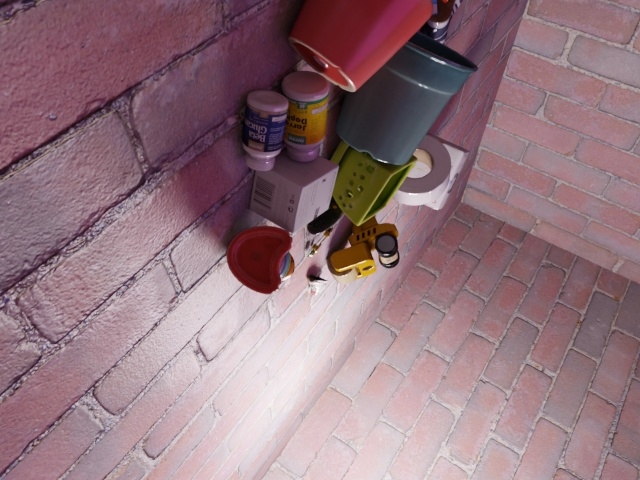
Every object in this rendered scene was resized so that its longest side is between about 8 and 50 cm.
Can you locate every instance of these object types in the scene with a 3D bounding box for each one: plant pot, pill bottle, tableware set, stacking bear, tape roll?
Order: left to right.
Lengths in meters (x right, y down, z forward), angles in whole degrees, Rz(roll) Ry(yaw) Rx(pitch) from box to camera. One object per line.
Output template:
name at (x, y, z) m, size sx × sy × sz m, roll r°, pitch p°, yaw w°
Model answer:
pill bottle at (-0.131, -0.251, 1.191) m, size 0.094 × 0.094 × 0.169 m, roll -38°, pitch 149°, yaw -47°
stacking bear at (-0.149, 0.059, 1.468) m, size 0.289 × 0.164 × 0.175 m, roll 46°, pitch 60°, yaw -80°
pill bottle at (-0.042, -0.306, 1.297) m, size 0.117 × 0.118 × 0.208 m, roll -46°, pitch 155°, yaw -35°
tableware set at (0.000, 0.000, 1.855) m, size 0.104 × 0.024 × 0.154 m, roll -58°, pitch -175°, yaw -36°
plant pot at (0.072, -0.493, 1.161) m, size 0.243 × 0.275 × 0.275 m, roll -53°, pitch 160°, yaw 5°
plant pot at (0.145, -0.219, 1.682) m, size 0.228 × 0.207 × 0.227 m, roll -32°, pitch 158°, yaw -52°
plant pot at (0.219, -0.426, 1.508) m, size 0.341 × 0.341 × 0.334 m, roll -28°, pitch 150°, yaw -56°
tape roll at (0.385, -0.287, 2.092) m, size 0.286 × 0.286 × 0.100 m, roll -55°, pitch 159°, yaw -16°

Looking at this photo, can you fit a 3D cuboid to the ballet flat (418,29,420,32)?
ballet flat at (0.262, -0.637, 1.668) m, size 0.221 × 0.077 × 0.079 m, roll -55°, pitch 141°, yaw -30°

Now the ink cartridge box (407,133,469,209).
ink cartridge box at (0.549, -0.337, 2.501) m, size 0.131 × 0.226 × 0.306 m, roll -23°, pitch 138°, yaw -57°

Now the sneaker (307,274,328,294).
sneaker at (-0.017, 0.186, 2.080) m, size 0.075 × 0.057 × 0.161 m, roll -67°, pitch 162°, yaw 0°

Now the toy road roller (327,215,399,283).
toy road roller at (0.173, 0.019, 2.190) m, size 0.330 × 0.240 × 0.202 m, roll -22°, pitch 157°, yaw 3°

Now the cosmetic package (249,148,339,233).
cosmetic package at (-0.070, -0.143, 1.390) m, size 0.184 × 0.152 × 0.151 m, roll -38°, pitch 150°, yaw -47°

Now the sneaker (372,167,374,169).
sneaker at (0.208, -0.264, 1.891) m, size 0.101 × 0.153 × 0.268 m, roll -61°, pitch 160°, yaw -1°

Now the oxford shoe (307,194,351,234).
oxford shoe at (0.033, -0.083, 1.821) m, size 0.227 × 0.083 × 0.096 m, roll -44°, pitch 162°, yaw -32°

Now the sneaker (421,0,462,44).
sneaker at (0.436, -0.801, 1.817) m, size 0.282 × 0.099 × 0.153 m, roll -58°, pitch 168°, yaw -24°

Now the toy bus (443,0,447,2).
toy bus at (0.437, -0.866, 1.605) m, size 0.191 × 0.105 × 0.202 m, roll 82°, pitch 5°, yaw -69°

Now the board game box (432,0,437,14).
board game box at (0.211, -0.736, 1.179) m, size 0.308 × 0.086 × 0.301 m, roll 44°, pitch 44°, yaw -69°
